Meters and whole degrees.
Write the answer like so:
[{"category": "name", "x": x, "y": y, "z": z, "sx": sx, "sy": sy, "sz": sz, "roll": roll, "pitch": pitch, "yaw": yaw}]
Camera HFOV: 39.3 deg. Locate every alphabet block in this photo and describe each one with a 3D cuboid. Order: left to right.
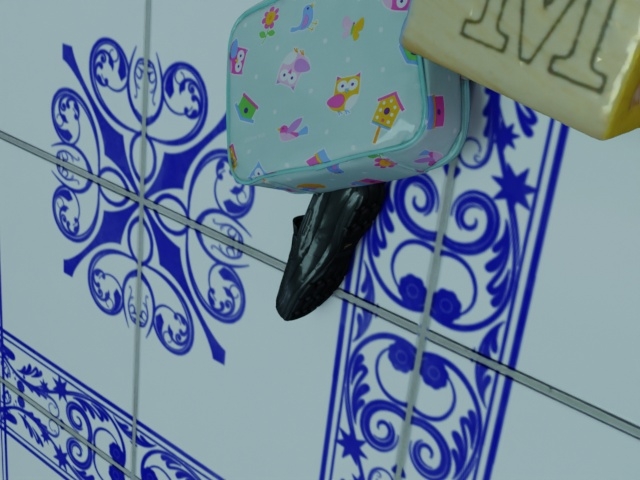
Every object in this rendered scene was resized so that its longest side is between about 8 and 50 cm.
[{"category": "alphabet block", "x": 0.213, "y": -0.216, "z": 0.719, "sx": 0.197, "sy": 0.192, "sz": 0.193, "roll": 33, "pitch": 125, "yaw": 30}]

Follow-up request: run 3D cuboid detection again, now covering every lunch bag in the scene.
[{"category": "lunch bag", "x": 0.026, "y": -0.172, "z": 0.930, "sx": 0.279, "sy": 0.108, "sz": 0.224, "roll": -9, "pitch": 77, "yaw": 40}]

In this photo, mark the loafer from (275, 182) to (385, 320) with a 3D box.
[{"category": "loafer", "x": 0.000, "y": 0.000, "z": 1.056, "sx": 0.078, "sy": 0.076, "sz": 0.223, "roll": 45, "pitch": 124, "yaw": 28}]
